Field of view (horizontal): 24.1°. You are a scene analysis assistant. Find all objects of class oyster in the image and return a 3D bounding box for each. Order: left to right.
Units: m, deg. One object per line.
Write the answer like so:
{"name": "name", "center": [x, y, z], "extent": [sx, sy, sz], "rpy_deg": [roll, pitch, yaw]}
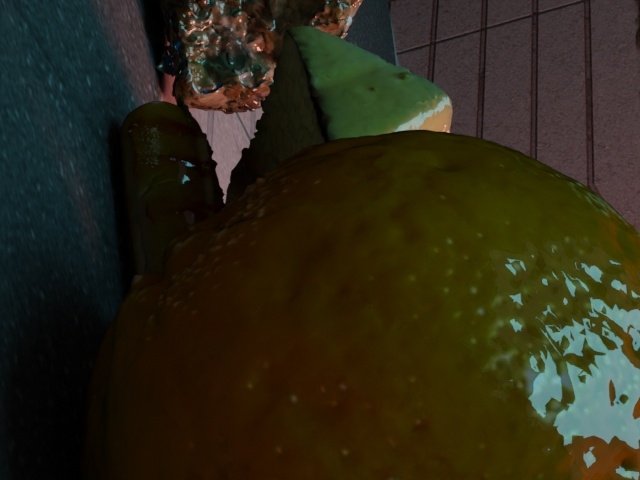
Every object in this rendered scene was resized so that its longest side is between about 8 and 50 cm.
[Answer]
{"name": "oyster", "center": [-0.062, -0.225, 1.236], "extent": [0.092, 0.198, 0.259], "rpy_deg": [63, 52, -84]}

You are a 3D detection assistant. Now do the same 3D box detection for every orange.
{"name": "orange", "center": [0.030, 0.094, 0.809], "extent": [0.293, 0.340, 0.340], "rpy_deg": [42, 19, -12]}

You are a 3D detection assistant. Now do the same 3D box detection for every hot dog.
{"name": "hot dog", "center": [-0.085, 0.020, 1.010], "extent": [0.104, 0.076, 0.250], "rpy_deg": [60, 16, -59]}

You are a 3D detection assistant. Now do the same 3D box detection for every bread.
{"name": "bread", "center": [0.000, 0.000, 1.055], "extent": [0.178, 0.142, 0.266], "rpy_deg": [-87, -172, -48]}
